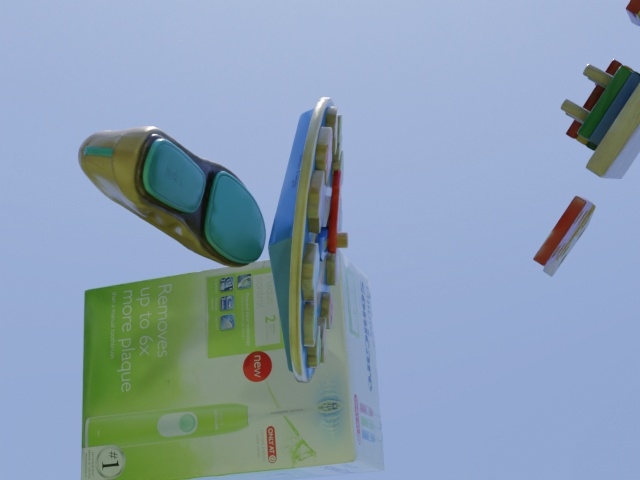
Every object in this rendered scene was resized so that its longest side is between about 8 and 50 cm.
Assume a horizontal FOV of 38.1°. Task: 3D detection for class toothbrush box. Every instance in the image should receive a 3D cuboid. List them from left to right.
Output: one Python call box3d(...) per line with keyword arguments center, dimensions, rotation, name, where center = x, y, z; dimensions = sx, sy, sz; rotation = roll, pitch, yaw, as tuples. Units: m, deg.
box3d(center=(-0.091, 0.140, 0.944), dimensions=(0.283, 0.206, 0.122), rotation=(-8, -19, 15), name="toothbrush box")

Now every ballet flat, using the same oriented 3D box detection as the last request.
box3d(center=(-0.118, -0.038, 0.772), dimensions=(0.073, 0.080, 0.232), rotation=(8, -16, 22), name="ballet flat")

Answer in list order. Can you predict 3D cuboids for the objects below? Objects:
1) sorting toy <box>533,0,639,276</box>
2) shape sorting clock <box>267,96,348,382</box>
box3d(center=(0.197, -0.099, 0.583), dimensions=(0.046, 0.132, 0.274), rotation=(35, -74, 17), name="sorting toy")
box3d(center=(0.000, 0.000, 0.672), dimensions=(0.040, 0.206, 0.206), rotation=(2, -51, 9), name="shape sorting clock")
